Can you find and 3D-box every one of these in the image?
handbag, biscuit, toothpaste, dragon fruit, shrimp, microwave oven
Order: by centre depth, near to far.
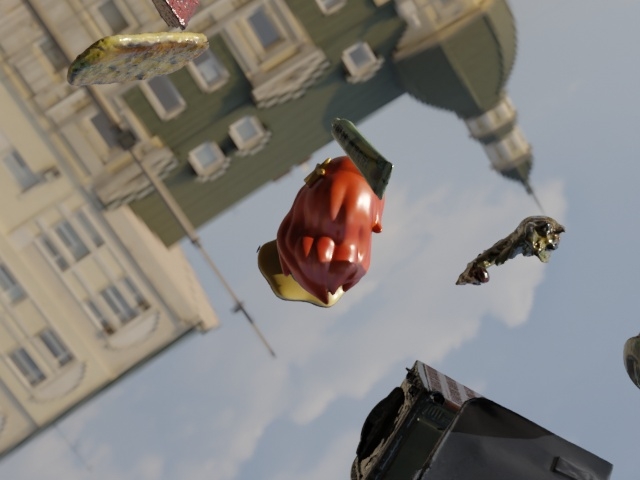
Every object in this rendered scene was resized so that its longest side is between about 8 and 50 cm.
[{"bbox_3d":[0.256,0.351,1.469,0.326,0.269,0.118,-38,149,-60],"label":"handbag"},{"bbox_3d":[0.052,-0.115,1.476,0.204,0.032,0.049,-123,-133,-57],"label":"toothpaste"},{"bbox_3d":[0.260,0.018,1.597,0.173,0.058,0.253,-30,180,10],"label":"shrimp"},{"bbox_3d":[-0.258,-0.260,1.627,0.118,0.029,0.247,-29,173,34],"label":"biscuit"},{"bbox_3d":[-0.233,-0.395,1.774,0.063,0.131,0.097,-39,-147,-10],"label":"dragon fruit"},{"bbox_3d":[0.174,0.354,1.945,0.247,0.188,0.178,-59,-172,10],"label":"microwave oven"}]

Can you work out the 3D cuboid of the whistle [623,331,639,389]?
[{"bbox_3d":[0.491,0.152,1.474,0.134,0.142,0.346,-40,172,-11],"label":"whistle"}]

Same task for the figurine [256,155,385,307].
[{"bbox_3d":[0.009,0.000,1.831,0.208,0.181,0.257,-35,165,-29],"label":"figurine"}]
